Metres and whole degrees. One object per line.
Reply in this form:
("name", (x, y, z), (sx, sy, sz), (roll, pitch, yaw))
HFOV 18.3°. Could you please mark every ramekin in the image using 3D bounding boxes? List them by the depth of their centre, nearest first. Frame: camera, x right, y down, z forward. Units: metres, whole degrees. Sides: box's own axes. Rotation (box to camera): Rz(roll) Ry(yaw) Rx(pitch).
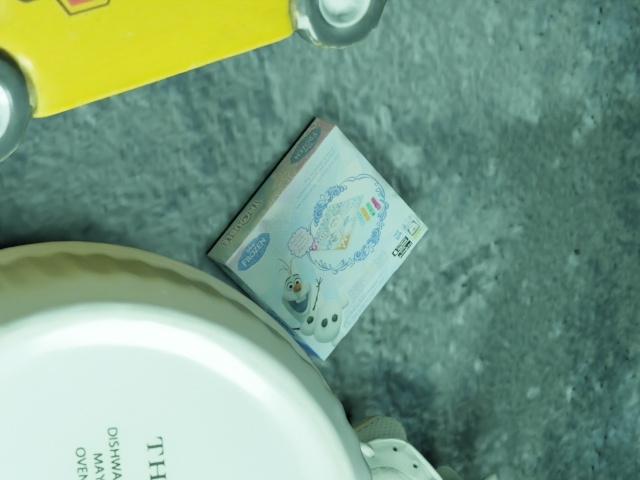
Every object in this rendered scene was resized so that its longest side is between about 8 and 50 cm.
("ramekin", (-0.098, 0.132, 0.840), (0.273, 0.127, 0.272), (1, 87, -14))

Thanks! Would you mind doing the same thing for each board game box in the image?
("board game box", (0.000, 0.000, 1.006), (0.090, 0.020, 0.090), (-51, 129, -10))

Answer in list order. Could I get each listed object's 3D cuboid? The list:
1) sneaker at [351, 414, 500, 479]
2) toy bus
("sneaker", (-0.009, 0.140, 1.017), (0.262, 0.099, 0.121), (22, 77, -41))
("toy bus", (-0.075, -0.136, 0.843), (0.333, 0.108, 0.130), (-21, 118, -30))
